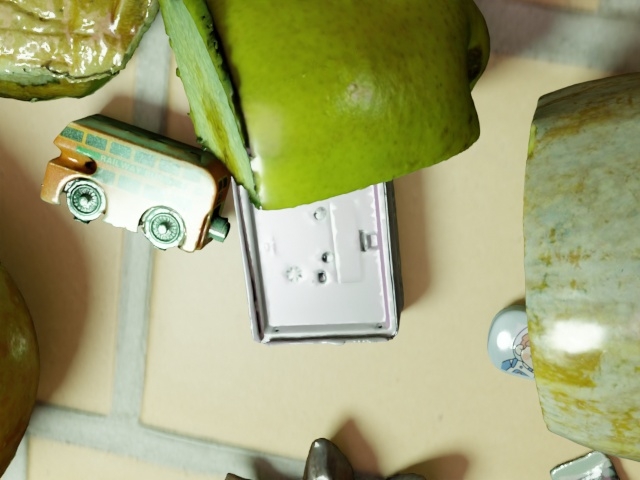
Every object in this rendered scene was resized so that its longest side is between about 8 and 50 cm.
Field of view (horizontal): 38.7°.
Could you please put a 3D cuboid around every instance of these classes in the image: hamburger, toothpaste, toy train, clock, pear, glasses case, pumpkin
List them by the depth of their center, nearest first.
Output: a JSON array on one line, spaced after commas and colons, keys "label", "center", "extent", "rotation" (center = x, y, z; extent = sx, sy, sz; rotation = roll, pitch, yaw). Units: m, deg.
[{"label": "pumpkin", "center": [0.255, 0.020, 0.709], "extent": [0.199, 0.332, 0.332], "rotation": [0, 107, 24]}, {"label": "pear", "center": [0.015, -0.148, 0.727], "extent": [0.293, 0.292, 0.159], "rotation": [-1, 110, 10]}, {"label": "hamburger", "center": [-0.268, -0.258, 0.801], "extent": [0.285, 0.134, 0.265], "rotation": [28, 103, -5]}, {"label": "clock", "center": [-0.001, 0.000, 0.862], "extent": [0.145, 0.073, 0.193], "rotation": [-3, 106, 11]}, {"label": "glasses case", "center": [0.249, 0.107, 0.866], "extent": [0.179, 0.045, 0.067], "rotation": [11, 108, 7]}, {"label": "toy train", "center": [-0.171, -0.055, 0.878], "extent": [0.188, 0.072, 0.099], "rotation": [18, 103, 4]}, {"label": "toothpaste", "center": [0.313, 0.310, 0.924], "extent": [0.062, 0.037, 0.216], "rotation": [-31, 94, 19]}]

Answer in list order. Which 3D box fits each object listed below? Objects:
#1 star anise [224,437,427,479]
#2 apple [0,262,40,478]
[{"label": "star anise", "center": [0.017, 0.351, 0.949], "extent": [0.316, 0.108, 0.315], "rotation": [2, 100, 11]}, {"label": "apple", "center": [-0.470, 0.131, 0.848], "extent": [0.401, 0.333, 0.400], "rotation": [2, 107, 8]}]
